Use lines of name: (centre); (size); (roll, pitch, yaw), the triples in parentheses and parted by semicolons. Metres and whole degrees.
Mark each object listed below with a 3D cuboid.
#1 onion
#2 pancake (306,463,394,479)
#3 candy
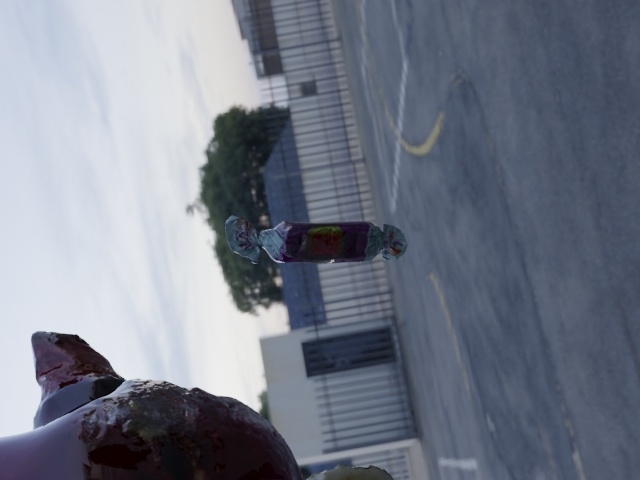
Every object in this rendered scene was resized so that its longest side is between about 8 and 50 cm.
onion: (-0.225, 0.271, 0.936); (0.420, 0.399, 0.398); (-122, 16, -46)
pancake: (0.012, 0.412, 1.152); (0.049, 0.283, 0.282); (-126, 22, -56)
candy: (0.000, 0.000, 0.807); (0.043, 0.175, 0.045); (-141, 53, -67)
